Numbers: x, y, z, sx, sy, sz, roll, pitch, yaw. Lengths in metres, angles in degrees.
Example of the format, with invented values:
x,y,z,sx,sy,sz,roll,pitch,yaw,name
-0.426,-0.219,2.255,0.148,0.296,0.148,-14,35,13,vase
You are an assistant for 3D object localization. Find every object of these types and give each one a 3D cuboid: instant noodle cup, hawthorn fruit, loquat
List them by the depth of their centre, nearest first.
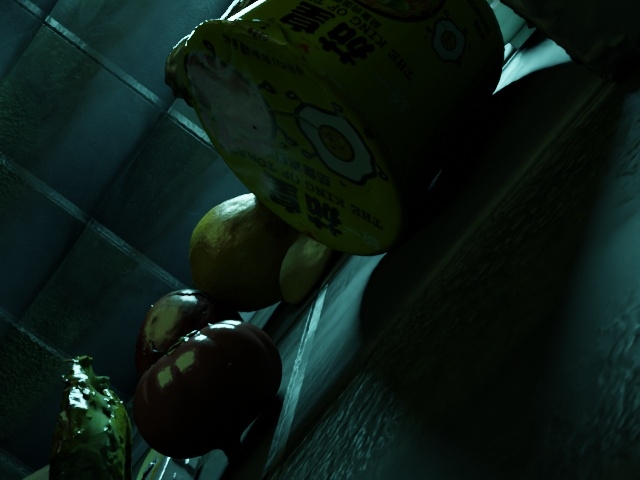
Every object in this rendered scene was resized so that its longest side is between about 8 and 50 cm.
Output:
x,y,z,sx,sy,sz,roll,pitch,yaw,name
0.042,-0.181,1.130,0.254,0.325,0.325,-45,2,-24,instant noodle cup
-0.214,0.199,1.585,0.181,0.181,0.235,151,137,-76,hawthorn fruit
-0.117,0.018,1.653,0.234,0.187,0.176,-28,10,15,loquat

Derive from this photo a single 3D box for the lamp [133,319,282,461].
x,y,z,sx,sy,sz,roll,pitch,yaw,name
-0.121,0.174,1.107,0.182,0.140,0.182,-39,-7,-6,lamp

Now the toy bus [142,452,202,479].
x,y,z,sx,sy,sz,roll,pitch,yaw,name
-0.192,0.308,1.220,0.072,0.057,0.172,-48,9,18,toy bus

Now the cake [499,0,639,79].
x,y,z,sx,sy,sz,roll,pitch,yaw,name
0.212,-0.211,0.755,0.135,0.134,0.147,-51,15,19,cake

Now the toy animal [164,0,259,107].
x,y,z,sx,sy,sz,roll,pitch,yaw,name
-0.026,-0.209,1.384,0.303,0.344,0.194,-35,4,5,toy animal

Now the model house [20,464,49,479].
x,y,z,sx,sy,sz,roll,pitch,yaw,name
-0.404,0.476,1.449,0.220,0.199,0.229,-21,-43,-13,model house

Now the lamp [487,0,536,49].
x,y,z,sx,sy,sz,roll,pitch,yaw,name
0.248,-0.333,1.257,0.179,0.108,0.246,-54,5,36,lamp

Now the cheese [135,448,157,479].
x,y,z,sx,sy,sz,roll,pitch,yaw,name
-0.225,0.316,1.437,0.127,0.050,0.235,-57,9,-4,cheese

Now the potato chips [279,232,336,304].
x,y,z,sx,sy,sz,roll,pitch,yaw,name
-0.001,0.000,1.492,0.208,0.062,0.195,-52,4,35,potato chips

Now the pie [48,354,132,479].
x,y,z,sx,sy,sz,roll,pitch,yaw,name
-0.297,0.328,1.254,0.288,0.103,0.354,168,104,-82,pie
